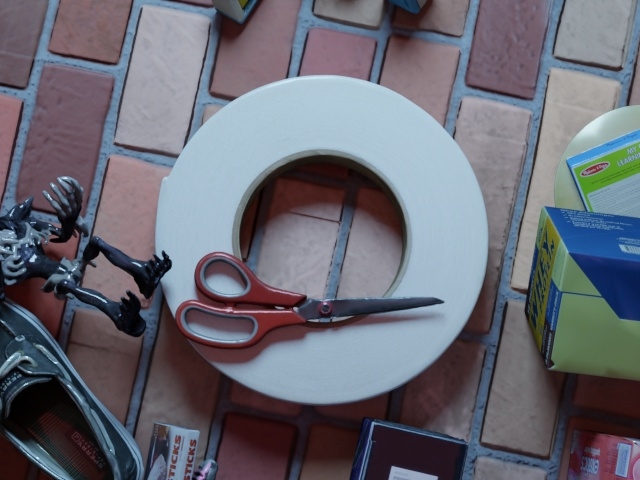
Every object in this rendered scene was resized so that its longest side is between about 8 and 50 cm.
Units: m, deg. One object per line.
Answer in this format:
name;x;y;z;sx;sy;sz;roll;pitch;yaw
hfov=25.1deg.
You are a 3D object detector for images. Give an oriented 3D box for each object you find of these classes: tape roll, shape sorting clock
tape roll;0.000;0.000;1.681;0.392;0.072;0.392;0;85;-2
shape sorting clock;0.382;-0.058;1.711;0.206;0.040;0.206;0;96;0

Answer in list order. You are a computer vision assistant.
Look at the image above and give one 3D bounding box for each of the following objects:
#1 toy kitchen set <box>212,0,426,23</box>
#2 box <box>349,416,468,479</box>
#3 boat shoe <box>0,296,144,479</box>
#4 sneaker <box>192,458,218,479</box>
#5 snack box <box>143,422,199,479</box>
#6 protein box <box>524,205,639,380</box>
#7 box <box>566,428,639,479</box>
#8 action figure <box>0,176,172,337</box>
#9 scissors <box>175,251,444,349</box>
toy kitchen set;-0.001;-0.301;1.706;0.207;0.122;0.166;30;84;22
box;0.087;0.281;1.587;0.108;0.207;0.153;13;83;0
boat shoe;-0.329;0.166;1.630;0.335;0.119;0.121;41;85;3
sneaker;-0.131;0.314;1.664;0.057;0.047;0.119;15;90;-11
snack box;-0.181;0.302;1.652;0.022;0.064;0.178;15;82;-45
protein box;0.346;0.060;1.602;0.200;0.201;0.136;7;105;-1
box;0.358;0.293;1.547;0.142;0.300;0.154;10;84;0
action figure;-0.310;0.007;1.614;0.276;0.141;0.164;18;50;17
scissors;-0.014;0.087;1.629;0.297;0.021;0.109;11;83;-1
